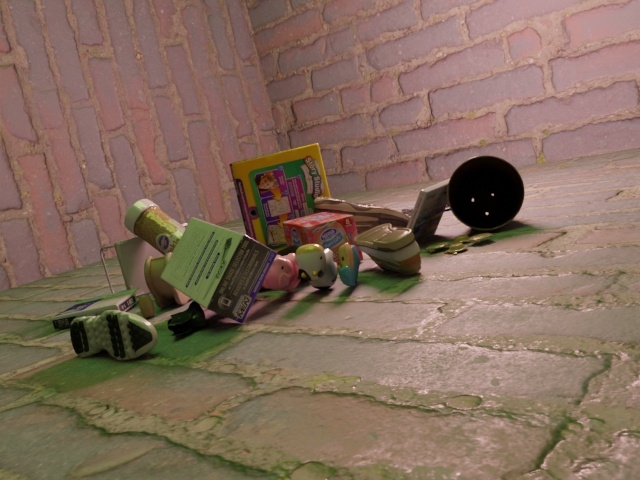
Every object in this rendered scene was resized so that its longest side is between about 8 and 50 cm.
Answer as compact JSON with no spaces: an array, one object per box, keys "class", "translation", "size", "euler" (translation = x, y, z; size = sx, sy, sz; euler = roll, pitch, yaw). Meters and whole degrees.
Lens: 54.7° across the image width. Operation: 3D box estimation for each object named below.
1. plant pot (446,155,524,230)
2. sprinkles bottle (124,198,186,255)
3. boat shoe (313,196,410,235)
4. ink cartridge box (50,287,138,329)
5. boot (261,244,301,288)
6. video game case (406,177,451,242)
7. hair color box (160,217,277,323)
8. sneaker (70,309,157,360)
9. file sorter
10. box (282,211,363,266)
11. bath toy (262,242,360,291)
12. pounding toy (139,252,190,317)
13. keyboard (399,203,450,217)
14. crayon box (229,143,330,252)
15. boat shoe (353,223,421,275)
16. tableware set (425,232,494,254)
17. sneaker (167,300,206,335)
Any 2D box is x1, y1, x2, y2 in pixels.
[{"class":"plant pot","translation":[0.496,-0.129,1.873],"size":[0.215,0.216,0.230],"euler":[-11,-6,13]},{"class":"sprinkles bottle","translation":[-0.470,0.003,2.001],"size":[0.355,0.121,0.121],"euler":[34,28,18]},{"class":"boat shoe","translation":[0.138,-0.065,2.144],"size":[0.355,0.130,0.132],"euler":[9,7,-12]},{"class":"ink cartridge box","translation":[-0.674,0.205,1.884],"size":[0.206,0.045,0.208],"euler":[-12,9,5]},{"class":"boot","translation":[-0.138,0.095,1.731],"size":[0.305,0.112,0.115],"euler":[-13,-23,30]},{"class":"video game case","translation":[0.320,-0.081,1.838],"size":[0.023,0.193,0.212],"euler":[31,30,25]},{"class":"hair color box","translation":[-0.257,0.063,1.512],"size":[0.110,0.185,0.338],"euler":[30,-7,-30]},{"class":"sneaker","translation":[-0.441,0.201,1.378],"size":[0.292,0.110,0.118],"euler":[-5,2,42]},{"class":"file sorter","translation":[-0.601,0.073,2.171],"size":[0.277,0.193,0.173],"euler":[-20,8,-43]},{"class":"box","translation":[0.000,0.000,1.884],"size":[0.154,0.142,0.300],"euler":[-14,8,-15]},{"class":"bath toy","translation":[-0.079,0.086,1.524],"size":[0.348,0.151,0.129],"euler":[-10,44,21]},{"class":"pounding toy","translation":[-0.462,0.114,1.788],"size":[0.154,0.154,0.269],"euler":[-11,8,15]},{"class":"keyboard","translation":[0.404,-0.122,2.489],"size":[0.317,0.033,0.201],"euler":[-12,8,-2]},{"class":"crayon box","translation":[-0.123,-0.129,2.177],"size":[0.312,0.363,0.106],"euler":[-14,8,-11]},{"class":"boat shoe","translation":[0.169,0.026,1.586],"size":[0.113,0.103,0.302],"euler":[-27,11,-7]},{"class":"tableware set","translation":[0.376,0.008,1.678],"size":[0.168,0.020,0.141],"euler":[-17,7,-21]},{"class":"sneaker","translation":[-0.320,0.184,1.453],"size":[0.089,0.051,0.170],"euler":[-12,10,-18]}]
